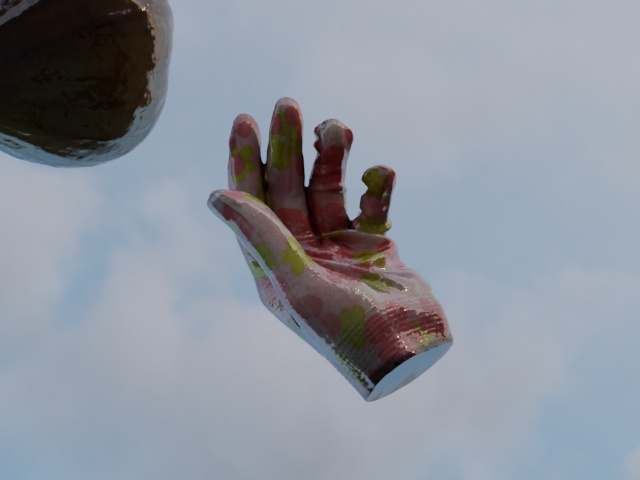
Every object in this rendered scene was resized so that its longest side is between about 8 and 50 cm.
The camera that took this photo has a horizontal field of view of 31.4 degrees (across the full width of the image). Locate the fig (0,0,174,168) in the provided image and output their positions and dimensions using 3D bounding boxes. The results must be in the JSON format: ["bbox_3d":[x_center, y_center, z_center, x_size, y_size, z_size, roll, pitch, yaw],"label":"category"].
[{"bbox_3d":[-0.272,-0.138,0.979,0.321,0.217,0.216,-37,-41,-49],"label":"fig"}]

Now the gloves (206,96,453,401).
[{"bbox_3d":[-0.001,0.006,0.900,0.145,0.241,0.126,-29,-20,-23],"label":"gloves"}]
